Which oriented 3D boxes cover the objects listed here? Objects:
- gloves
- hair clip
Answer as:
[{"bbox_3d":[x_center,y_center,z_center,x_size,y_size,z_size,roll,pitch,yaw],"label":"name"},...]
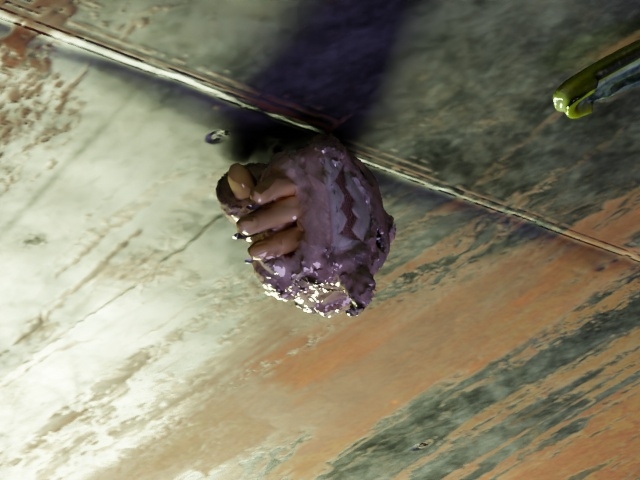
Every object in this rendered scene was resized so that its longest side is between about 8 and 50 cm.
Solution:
[{"bbox_3d":[-0.003,-0.006,1.118,0.094,0.110,0.144,-24,180,-2],"label":"gloves"},{"bbox_3d":[0.226,-0.113,1.114,0.188,0.033,0.060,-16,153,-6],"label":"hair clip"}]
